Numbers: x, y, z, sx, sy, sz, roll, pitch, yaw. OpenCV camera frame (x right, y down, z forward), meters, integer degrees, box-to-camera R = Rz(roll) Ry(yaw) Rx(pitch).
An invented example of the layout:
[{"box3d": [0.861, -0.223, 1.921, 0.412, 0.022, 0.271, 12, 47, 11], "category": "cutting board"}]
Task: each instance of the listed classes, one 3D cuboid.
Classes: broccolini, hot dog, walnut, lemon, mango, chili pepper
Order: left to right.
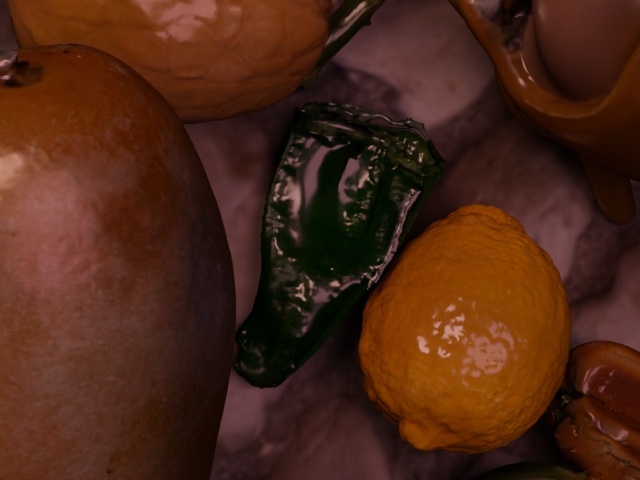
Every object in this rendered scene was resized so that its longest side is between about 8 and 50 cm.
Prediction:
[{"box3d": [-0.146, 0.074, 0.832, 0.221, 0.199, 0.384, -48, 135, -55], "category": "mango"}, {"box3d": [-0.090, -0.149, 0.896, 0.207, 0.159, 0.159, 1, 88, -20], "category": "walnut"}, {"box3d": [0.000, -0.001, 0.986, 0.108, 0.062, 0.216, 27, 79, 11], "category": "chili pepper"}, {"box3d": [0.054, -0.182, 1.031, 0.067, 0.058, 0.216, 37, 79, 16], "category": "broccolini"}, {"box3d": [0.099, 0.059, 0.987, 0.142, 0.142, 0.187, 30, 61, -22], "category": "lemon"}, {"box3d": [0.277, 0.168, 1.095, 0.269, 0.072, 0.115, 32, 47, -21], "category": "hot dog"}]

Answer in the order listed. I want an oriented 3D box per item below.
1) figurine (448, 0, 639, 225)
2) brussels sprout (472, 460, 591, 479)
[{"box3d": [0.298, -0.110, 0.930, 0.268, 0.387, 0.401, -32, 112, -32], "category": "figurine"}, {"box3d": [0.135, 0.230, 1.013, 0.151, 0.122, 0.149, 1, 92, -62], "category": "brussels sprout"}]
